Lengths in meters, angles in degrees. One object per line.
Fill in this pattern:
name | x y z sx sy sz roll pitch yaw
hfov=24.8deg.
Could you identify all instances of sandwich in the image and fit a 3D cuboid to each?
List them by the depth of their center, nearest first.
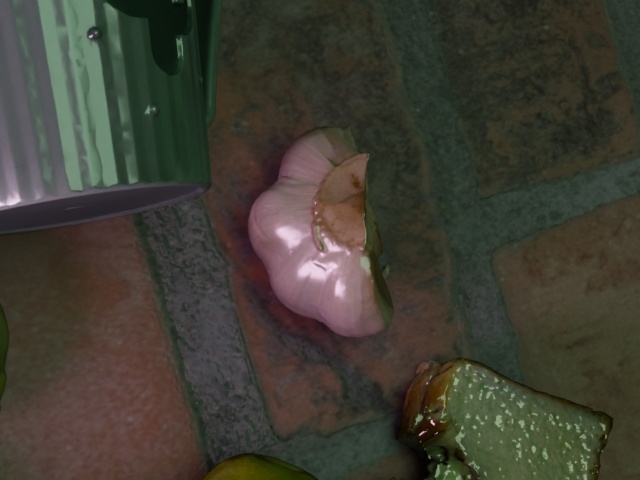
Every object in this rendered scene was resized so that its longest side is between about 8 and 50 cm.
sandwich | 0.183 0.283 1.608 0.249 0.095 0.273 26 68 -24

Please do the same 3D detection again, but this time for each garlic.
garlic | 0.000 0.000 1.538 0.143 0.178 0.229 -16 69 -1

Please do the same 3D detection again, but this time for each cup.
cup | -0.221 -0.222 1.346 0.401 0.310 0.392 -9 87 -30

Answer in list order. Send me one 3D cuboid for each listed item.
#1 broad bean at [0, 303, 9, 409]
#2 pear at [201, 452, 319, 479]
broad bean | -0.349 0.098 1.345 0.124 0.082 0.174 2 81 -27
pear | -0.068 0.321 1.434 0.180 0.166 0.216 16 96 -40
